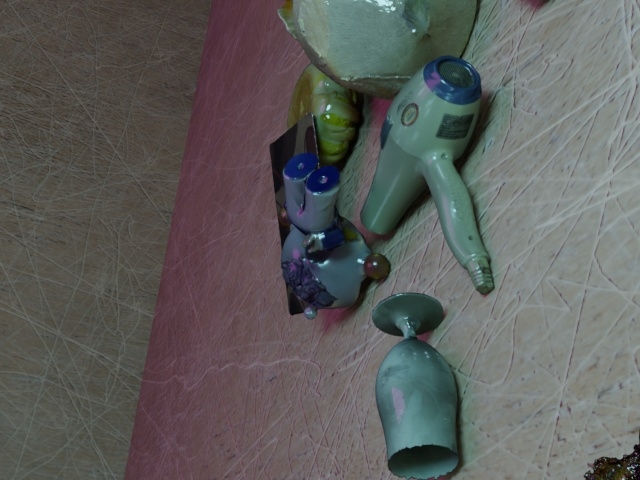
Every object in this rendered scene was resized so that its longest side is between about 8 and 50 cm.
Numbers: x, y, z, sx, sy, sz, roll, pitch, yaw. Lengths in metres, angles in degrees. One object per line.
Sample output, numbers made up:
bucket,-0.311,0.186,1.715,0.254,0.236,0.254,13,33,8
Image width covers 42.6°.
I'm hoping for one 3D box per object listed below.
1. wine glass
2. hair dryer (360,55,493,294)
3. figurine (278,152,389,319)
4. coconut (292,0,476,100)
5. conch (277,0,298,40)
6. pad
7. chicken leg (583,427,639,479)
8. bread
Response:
wine glass,0.107,0.164,0.932,0.202,0.093,0.093,-89,25,-42
hair dryer,0.127,-0.050,1.074,0.296,0.119,0.298,139,130,-66
figurine,0.008,0.003,1.185,0.133,0.194,0.274,-47,-9,-24
coconut,0.086,-0.321,1.155,0.247,0.245,0.245,-123,53,-68
conch,0.072,-0.411,1.376,0.291,0.159,0.210,-4,88,41
pad,-0.036,-0.038,1.446,0.220,0.004,0.330,156,109,-65
chicken leg,0.242,0.184,0.660,0.083,0.021,0.036,-57,16,37
bread,0.007,-0.222,1.484,0.213,0.105,0.213,-169,90,-67
